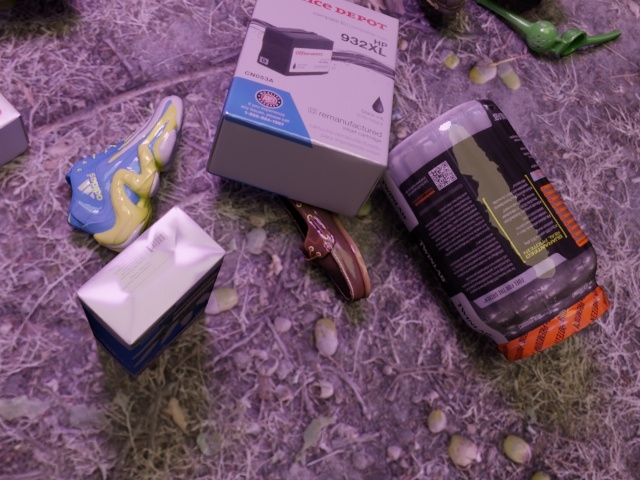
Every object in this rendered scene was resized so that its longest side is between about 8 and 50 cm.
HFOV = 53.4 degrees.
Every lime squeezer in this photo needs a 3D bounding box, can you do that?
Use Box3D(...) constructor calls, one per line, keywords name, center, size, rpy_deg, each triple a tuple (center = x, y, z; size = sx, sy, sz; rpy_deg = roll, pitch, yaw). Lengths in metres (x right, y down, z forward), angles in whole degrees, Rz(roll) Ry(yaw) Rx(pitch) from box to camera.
Box3D(name="lime squeezer", center=(0.441, -0.388, 1.198), size=(0.310, 0.059, 0.110), rpy_deg=(9, 37, -12))

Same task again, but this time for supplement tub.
Box3D(name="supplement tub", center=(0.248, -0.013, 0.917), size=(0.207, 0.207, 0.338), rpy_deg=(-26, 80, -22))

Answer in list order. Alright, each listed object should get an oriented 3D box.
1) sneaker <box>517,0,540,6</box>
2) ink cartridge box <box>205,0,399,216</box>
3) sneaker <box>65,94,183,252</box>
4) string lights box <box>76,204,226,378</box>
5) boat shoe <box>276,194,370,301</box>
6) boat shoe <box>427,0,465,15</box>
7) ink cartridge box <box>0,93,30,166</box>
Box3D(name="sneaker", center=(0.397, -0.551, 1.204), size=(0.180, 0.124, 0.321), rpy_deg=(41, 61, -10))
Box3D(name="ink cartridge box", center=(-0.016, -0.216, 0.921), size=(0.223, 0.129, 0.308), rpy_deg=(16, 54, -10))
Box3D(name="sneaker", center=(-0.271, -0.108, 0.867), size=(0.126, 0.091, 0.240), rpy_deg=(18, 68, -9))
Box3D(name="string lights box", center=(-0.193, 0.071, 0.733), size=(0.077, 0.260, 0.133), rpy_deg=(43, 67, 3))
Box3D(name="boat shoe", center=(0.000, 0.000, 0.918), size=(0.073, 0.073, 0.207), rpy_deg=(-18, 69, -25))
Box3D(name="boat shoe", center=(0.196, -0.526, 1.141), size=(0.109, 0.091, 0.305), rpy_deg=(-10, 55, -4))
Box3D(name="ink cartridge box", center=(-0.512, -0.174, 0.822), size=(0.154, 0.093, 0.212), rpy_deg=(-42, 88, -25))
